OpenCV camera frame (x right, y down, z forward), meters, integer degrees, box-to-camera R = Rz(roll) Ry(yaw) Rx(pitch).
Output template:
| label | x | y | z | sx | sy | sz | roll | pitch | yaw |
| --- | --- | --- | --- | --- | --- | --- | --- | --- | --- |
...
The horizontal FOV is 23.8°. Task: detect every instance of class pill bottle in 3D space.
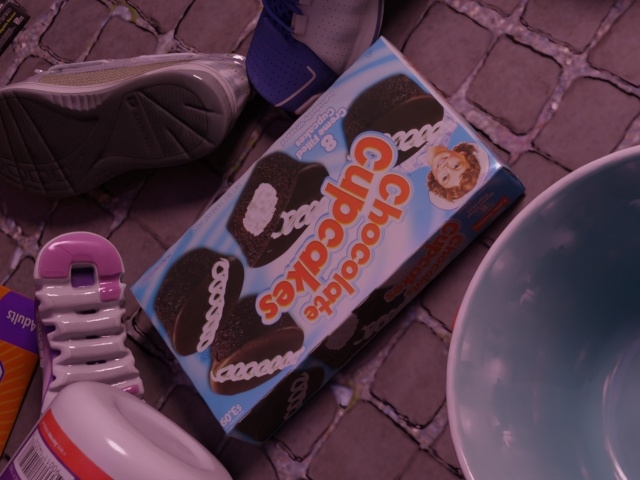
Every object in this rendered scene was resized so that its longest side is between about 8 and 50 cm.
| label | x | y | z | sx | sy | sz | roll | pitch | yaw |
| --- | --- | --- | --- | --- | --- | --- | --- | --- | --- |
| pill bottle | -0.223 | 0.288 | 1.257 | 0.181 | 0.181 | 0.323 | 38 | 94 | 36 |

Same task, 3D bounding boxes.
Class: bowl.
| label | x | y | z | sx | sy | sz | roll | pitch | yaw |
| --- | --- | --- | --- | --- | --- | --- | --- | --- | --- |
| bowl | 0.258 | 0.103 | 1.045 | 0.311 | 0.163 | 0.312 | -12 | 65 | 27 |

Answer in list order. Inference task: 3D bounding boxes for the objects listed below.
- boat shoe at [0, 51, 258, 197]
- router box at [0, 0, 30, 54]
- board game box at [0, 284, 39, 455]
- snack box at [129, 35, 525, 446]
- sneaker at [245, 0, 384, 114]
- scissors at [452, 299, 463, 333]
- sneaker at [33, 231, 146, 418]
| label | x | y | z | sx | sy | sz | roll | pitch | yaw |
| --- | --- | --- | --- | --- | --- | --- | --- | --- | --- |
| boat shoe | -0.206 | -0.121 | 1.466 | 0.320 | 0.103 | 0.118 | -9 | 111 | 32 |
| router box | -0.382 | -0.226 | 1.648 | 0.122 | 0.038 | 0.092 | -51 | 53 | 5 |
| board game box | -0.539 | 0.138 | 1.403 | 0.356 | 0.356 | 0.356 | 14 | 79 | 35 |
| snack box | 0.000 | 0.000 | 1.308 | 0.322 | 0.060 | 0.187 | -45 | 55 | 9 |
| sneaker | -0.009 | -0.269 | 1.303 | 0.127 | 0.182 | 0.315 | 52 | 123 | 34 |
| scissors | 0.213 | -0.018 | 1.208 | 0.109 | 0.021 | 0.297 | 34 | 92 | 38 |
| sneaker | -0.217 | 0.113 | 1.386 | 0.104 | 0.095 | 0.236 | 164 | 103 | -71 |
